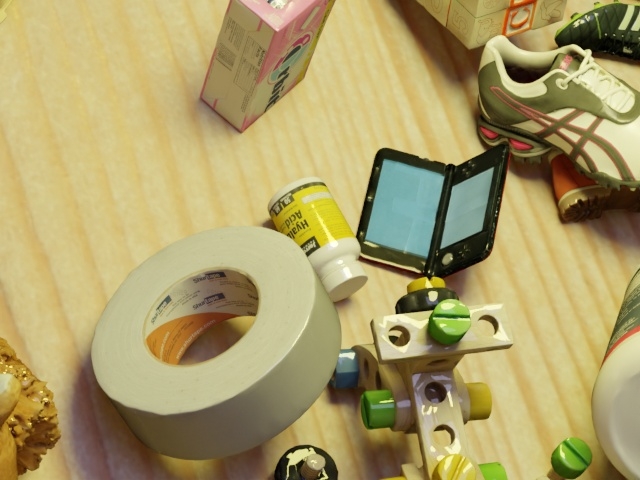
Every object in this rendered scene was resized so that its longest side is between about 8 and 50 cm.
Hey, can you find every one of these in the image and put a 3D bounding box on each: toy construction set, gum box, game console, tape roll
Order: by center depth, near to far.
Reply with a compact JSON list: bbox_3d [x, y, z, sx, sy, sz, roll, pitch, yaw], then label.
[{"bbox_3d":[0.136,0.173,1.678,0.309,0.237,0.257,19,56,-5],"label":"toy construction set"},{"bbox_3d":[-0.094,0.090,1.692,0.219,0.072,0.219,-14,43,14],"label":"tape roll"},{"bbox_3d":[-0.050,-0.207,1.884,0.062,0.188,0.107,40,58,10],"label":"gum box"},{"bbox_3d":[0.115,-0.041,1.897,0.085,0.124,0.144,33,52,-27],"label":"game console"}]

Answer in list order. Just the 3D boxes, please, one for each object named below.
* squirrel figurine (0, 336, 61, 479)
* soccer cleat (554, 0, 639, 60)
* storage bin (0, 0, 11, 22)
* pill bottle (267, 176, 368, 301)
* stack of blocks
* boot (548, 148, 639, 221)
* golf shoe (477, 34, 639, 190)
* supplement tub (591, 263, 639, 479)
[{"bbox_3d":[-0.364,0.134,1.494,0.370,0.281,0.397,11,21,28],"label":"squirrel figurine"},{"bbox_3d":[0.346,-0.230,2.094,0.179,0.060,0.072,-12,65,-25],"label":"soccer cleat"},{"bbox_3d":[-0.461,-0.267,1.840,0.262,0.123,0.260,33,57,5],"label":"storage bin"},{"bbox_3d":[0.000,0.000,1.847,0.065,0.065,0.116,-19,66,-26],"label":"pill bottle"},{"bbox_3d":[0.150,-0.344,2.038,0.171,0.087,0.297,-20,50,-26],"label":"stack of blocks"},{"bbox_3d":[0.319,-0.073,1.992,0.158,0.059,0.084,-6,57,-18],"label":"boot"},{"bbox_3d":[0.279,-0.130,1.916,0.273,0.120,0.105,14,47,28],"label":"golf shoe"},{"bbox_3d":[0.371,0.106,1.775,0.191,0.191,0.272,30,33,3],"label":"supplement tub"}]
